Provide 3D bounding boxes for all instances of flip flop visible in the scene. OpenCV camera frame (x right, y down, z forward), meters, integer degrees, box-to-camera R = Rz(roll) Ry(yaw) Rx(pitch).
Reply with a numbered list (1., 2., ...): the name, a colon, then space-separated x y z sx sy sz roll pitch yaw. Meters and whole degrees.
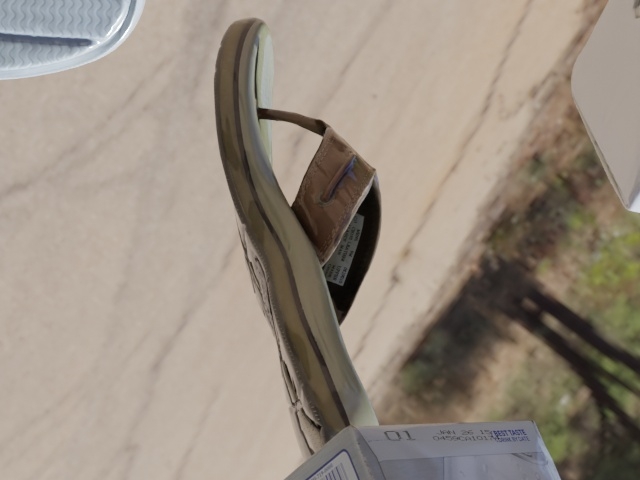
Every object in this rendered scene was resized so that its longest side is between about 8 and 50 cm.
1. flip flop: 0.000 0.000 0.750 0.080 0.277 0.112 -15 145 -4

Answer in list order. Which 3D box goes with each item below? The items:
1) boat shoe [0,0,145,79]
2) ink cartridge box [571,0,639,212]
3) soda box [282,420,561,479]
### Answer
1. boat shoe: -0.216 -0.144 0.592 0.094 0.302 0.109 -86 -170 -70
2. ink cartridge box: 0.305 -0.097 0.754 0.117 0.278 0.201 -100 -153 -48
3. soda box: -0.023 0.176 0.544 0.098 0.091 0.286 5 142 -42
